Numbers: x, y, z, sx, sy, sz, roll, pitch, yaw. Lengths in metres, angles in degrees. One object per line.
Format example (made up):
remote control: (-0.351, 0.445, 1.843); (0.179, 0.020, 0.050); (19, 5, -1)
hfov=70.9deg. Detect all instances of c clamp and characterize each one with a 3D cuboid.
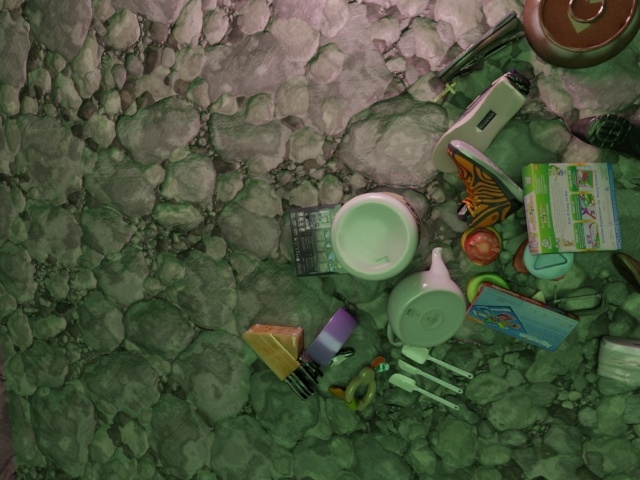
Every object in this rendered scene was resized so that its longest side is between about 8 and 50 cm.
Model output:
c clamp: (0.754, 0.180, 1.305); (0.160, 0.022, 0.137); (-5, 126, 6)

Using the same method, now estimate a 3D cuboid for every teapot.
teapot: (0.307, 0.193, 1.385); (0.255, 0.187, 0.253); (-22, 118, 0)

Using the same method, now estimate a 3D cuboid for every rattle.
rattle: (0.132, 0.466, 1.539); (0.130, 0.142, 0.200); (24, 87, -21)

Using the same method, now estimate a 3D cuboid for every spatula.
spatula: (0.365, 0.448, 1.479); (0.241, 0.019, 0.168); (23, 101, 12)

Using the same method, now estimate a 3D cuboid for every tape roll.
tape roll: (0.039, 0.315, 1.462); (0.080, 0.189, 0.189); (37, 104, 8)

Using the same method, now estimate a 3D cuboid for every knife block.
knife block: (-0.130, 0.428, 1.574); (0.275, 0.088, 0.242); (1, 96, 14)

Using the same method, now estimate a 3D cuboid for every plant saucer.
plant saucer: (0.727, -0.638, 1.235); (0.310, 0.050, 0.311); (2, 98, 16)

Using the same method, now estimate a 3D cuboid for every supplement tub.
supplement tub: (0.174, -0.023, 1.313); (0.235, 0.325, 0.236); (2, 97, 15)

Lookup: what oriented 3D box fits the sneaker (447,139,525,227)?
sneaker: (0.439, -0.138, 1.279); (0.321, 0.125, 0.180); (32, 115, -23)

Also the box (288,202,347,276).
box: (0.000, 0.000, 1.502); (0.183, 0.059, 0.233); (-7, 94, 16)

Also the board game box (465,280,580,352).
board game box: (0.596, 0.229, 1.343); (0.281, 0.027, 0.145); (21, 126, 6)

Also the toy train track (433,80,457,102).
toy train track: (0.379, -0.452, 1.370); (0.083, 0.014, 0.048); (-39, 93, 22)

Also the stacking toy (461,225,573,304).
stacking toy: (0.570, 0.101, 1.324); (0.308, 0.130, 0.280); (5, 98, 15)

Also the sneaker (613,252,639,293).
sneaker: (0.915, 0.096, 1.274); (0.071, 0.066, 0.188); (-40, 91, -1)

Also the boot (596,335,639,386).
boot: (0.938, 0.359, 1.285); (0.258, 0.095, 0.124); (9, 105, 22)

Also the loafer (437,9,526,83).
loafer: (0.467, -0.539, 1.296); (0.267, 0.096, 0.084); (-40, 95, 13)

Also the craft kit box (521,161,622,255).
craft kit box: (0.690, -0.087, 1.237); (0.246, 0.061, 0.250); (-1, 84, -11)

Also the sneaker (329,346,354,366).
sneaker: (0.071, 0.402, 1.548); (0.109, 0.040, 0.044); (-21, 107, 20)

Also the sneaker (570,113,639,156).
sneaker: (0.824, -0.290, 1.222); (0.286, 0.130, 0.109); (13, 108, -9)

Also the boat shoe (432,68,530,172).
boat shoe: (0.474, -0.344, 1.312); (0.127, 0.158, 0.340); (44, 134, 1)
